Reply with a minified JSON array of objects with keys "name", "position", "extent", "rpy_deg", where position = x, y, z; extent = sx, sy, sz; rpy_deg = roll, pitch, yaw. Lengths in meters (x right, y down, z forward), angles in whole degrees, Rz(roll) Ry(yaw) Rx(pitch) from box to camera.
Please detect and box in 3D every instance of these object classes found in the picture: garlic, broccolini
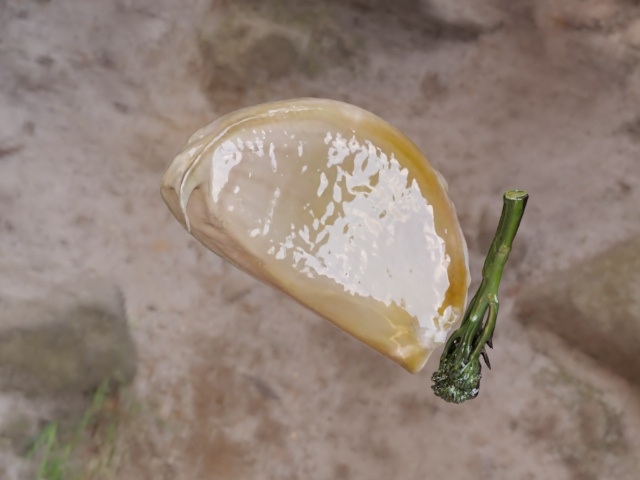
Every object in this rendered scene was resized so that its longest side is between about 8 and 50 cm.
[{"name":"garlic","position":[-0.005,-0.012,1.013],"extent":[0.245,0.145,0.164],"rpy_deg":[30,32,-31]},{"name":"broccolini","position":[0.091,0.035,0.879],"extent":[0.030,0.140,0.035],"rpy_deg":[31,33,28]}]
